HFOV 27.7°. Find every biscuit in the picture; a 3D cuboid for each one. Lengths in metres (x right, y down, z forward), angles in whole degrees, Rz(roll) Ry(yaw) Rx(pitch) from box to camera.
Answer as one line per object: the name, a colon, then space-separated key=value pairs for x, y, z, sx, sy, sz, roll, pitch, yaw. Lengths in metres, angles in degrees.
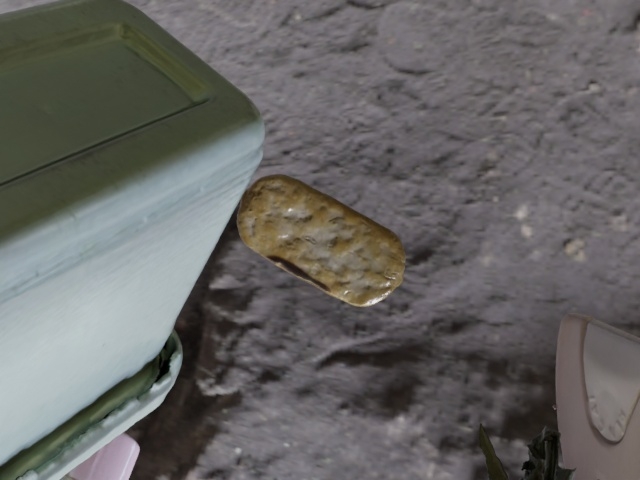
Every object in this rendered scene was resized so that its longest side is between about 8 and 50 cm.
biscuit: x=0.000 y=0.000 z=1.044 sx=0.147 sy=0.018 sz=0.071 roll=29 pitch=99 yaw=7

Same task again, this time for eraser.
eraser: x=0.308 y=0.211 z=1.328 sx=0.059 sy=0.204 sz=0.243 roll=-4 pitch=102 yaw=-21

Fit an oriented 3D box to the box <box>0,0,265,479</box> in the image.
box: x=-0.157 y=0.005 z=0.587 sx=0.175 sy=0.182 sz=0.312 roll=40 pitch=29 yaw=8

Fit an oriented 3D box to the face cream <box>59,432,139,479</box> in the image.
face cream: x=-0.189 y=0.201 z=0.821 sx=0.084 sy=0.057 sz=0.198 roll=25 pitch=58 yaw=-3

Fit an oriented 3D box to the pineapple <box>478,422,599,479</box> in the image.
pineapple: x=0.176 y=0.227 z=0.894 sx=0.119 sy=0.277 sz=0.130 roll=-23 pitch=115 yaw=-11
